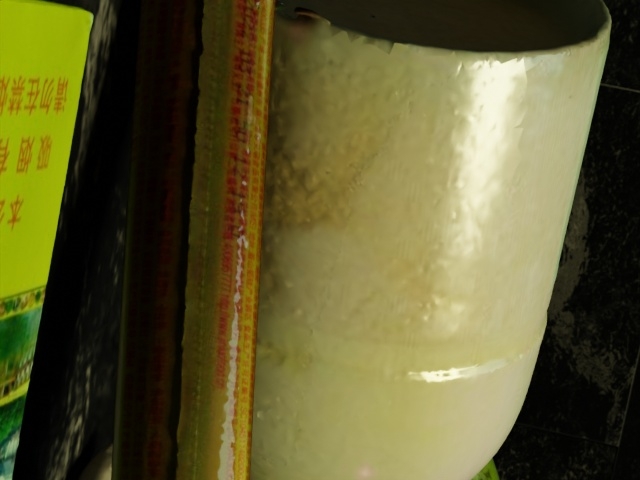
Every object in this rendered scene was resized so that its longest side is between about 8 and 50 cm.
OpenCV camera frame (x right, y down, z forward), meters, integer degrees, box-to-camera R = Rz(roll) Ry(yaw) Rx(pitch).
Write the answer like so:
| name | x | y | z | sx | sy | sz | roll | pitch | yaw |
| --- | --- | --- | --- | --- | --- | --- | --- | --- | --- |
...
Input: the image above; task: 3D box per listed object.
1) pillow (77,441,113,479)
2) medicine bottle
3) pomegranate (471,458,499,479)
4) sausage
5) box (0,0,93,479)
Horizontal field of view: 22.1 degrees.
| name | x | y | z | sx | sy | sz | roll | pitch | yaw |
| --- | --- | --- | --- | --- | --- | --- | --- | --- | --- |
| pillow | -0.121 | 0.271 | 0.921 | 0.173 | 0.067 | 0.270 | -108 | -158 | -63 |
| medicine bottle | 0.029 | 0.025 | 1.042 | 0.235 | 0.236 | 0.406 | -58 | 160 | -62 |
| pomegranate | 0.036 | 0.242 | 1.433 | 0.302 | 0.236 | 0.235 | 157 | -52 | -77 |
| sausage | -0.065 | 0.049 | 0.826 | 0.082 | 0.082 | 0.371 | 50 | 42 | -77 |
| box | -0.162 | 0.070 | 0.610 | 0.187 | 0.047 | 0.334 | -24 | 126 | -78 |
